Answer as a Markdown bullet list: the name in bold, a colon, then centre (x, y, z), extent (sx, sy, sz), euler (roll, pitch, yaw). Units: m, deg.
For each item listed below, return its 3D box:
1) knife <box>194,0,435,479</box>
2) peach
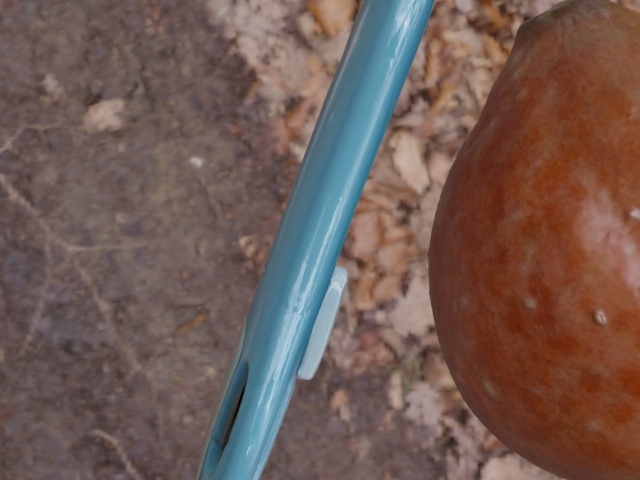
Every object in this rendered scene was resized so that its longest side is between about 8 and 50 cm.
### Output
- **knife**: centre (0.000, 0.000, 0.477), extent (0.031, 0.064, 0.222), euler (19, 102, -6)
- **peach**: centre (0.151, -0.005, 0.619), extent (0.232, 0.232, 0.232), euler (13, 73, -47)
